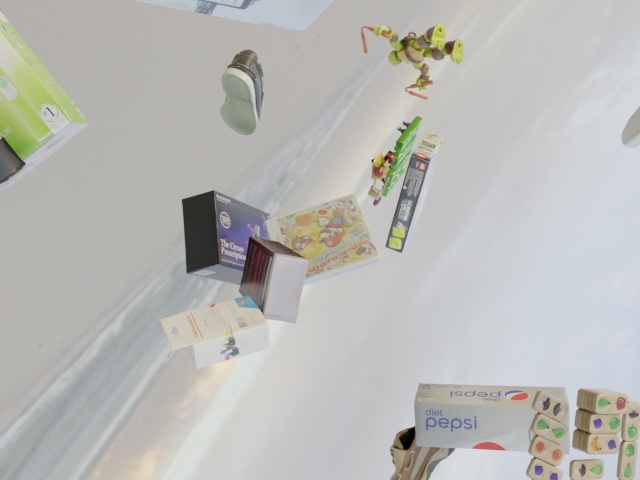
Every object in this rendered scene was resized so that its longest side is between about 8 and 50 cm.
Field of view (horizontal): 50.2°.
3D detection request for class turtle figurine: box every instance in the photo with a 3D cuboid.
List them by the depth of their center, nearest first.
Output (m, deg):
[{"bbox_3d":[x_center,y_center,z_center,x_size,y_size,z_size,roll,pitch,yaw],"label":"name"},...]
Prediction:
[{"bbox_3d":[0.242,-0.452,1.659,0.217,0.269,0.087,4,-122,52],"label":"turtle figurine"}]

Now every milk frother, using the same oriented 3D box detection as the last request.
[{"bbox_3d":[-0.565,-0.130,1.061,0.129,0.135,0.143,-20,-152,20],"label":"milk frother"}]

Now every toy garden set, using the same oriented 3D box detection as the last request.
[{"bbox_3d":[0.180,-0.199,1.837,0.204,0.049,0.244,-52,166,-28],"label":"toy garden set"}]

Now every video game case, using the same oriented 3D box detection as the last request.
[{"bbox_3d":[0.000,0.000,1.569,0.026,0.227,0.206,76,-3,-51],"label":"video game case"}]

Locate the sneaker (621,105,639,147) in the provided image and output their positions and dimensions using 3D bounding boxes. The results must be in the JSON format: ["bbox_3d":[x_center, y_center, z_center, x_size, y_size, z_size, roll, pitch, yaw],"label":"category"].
[{"bbox_3d":[0.599,-0.215,1.123,0.212,0.094,0.080,-50,-165,42],"label":"sneaker"}]

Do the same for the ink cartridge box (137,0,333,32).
[{"bbox_3d":[-0.120,-0.334,0.632,0.121,0.289,0.211,-25,-109,53],"label":"ink cartridge box"}]

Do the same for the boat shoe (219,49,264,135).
[{"bbox_3d":[-0.144,-0.276,1.306,0.228,0.081,0.069,114,0,-71],"label":"boat shoe"}]

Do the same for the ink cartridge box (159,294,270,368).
[{"bbox_3d":[-0.197,0.173,1.276,0.104,0.181,0.062,-131,-147,-52],"label":"ink cartridge box"}]

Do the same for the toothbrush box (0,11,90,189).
[{"bbox_3d":[-0.585,-0.256,1.191,0.206,0.283,0.122,-37,-173,2],"label":"toothbrush box"}]

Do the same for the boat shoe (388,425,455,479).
[{"bbox_3d":[0.233,0.512,1.678,0.324,0.120,0.122,-62,179,29],"label":"boat shoe"}]

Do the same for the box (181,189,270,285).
[{"bbox_3d":[-0.221,0.002,1.682,0.103,0.184,0.261,-16,163,23],"label":"box"}]

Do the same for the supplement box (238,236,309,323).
[{"bbox_3d":[-0.101,0.075,1.402,0.239,0.073,0.130,-153,-106,-69],"label":"supplement box"}]

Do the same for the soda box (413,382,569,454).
[{"bbox_3d":[0.328,0.341,1.318,0.091,0.286,0.098,-44,131,-70],"label":"soda box"}]

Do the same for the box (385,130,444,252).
[{"bbox_3d":[0.176,-0.090,1.281,0.114,0.036,0.207,-53,160,-51],"label":"box"}]

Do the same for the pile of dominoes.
[{"bbox_3d":[0.381,0.338,0.967,0.040,0.196,0.251,-177,-88,-69],"label":"pile of dominoes"}]
